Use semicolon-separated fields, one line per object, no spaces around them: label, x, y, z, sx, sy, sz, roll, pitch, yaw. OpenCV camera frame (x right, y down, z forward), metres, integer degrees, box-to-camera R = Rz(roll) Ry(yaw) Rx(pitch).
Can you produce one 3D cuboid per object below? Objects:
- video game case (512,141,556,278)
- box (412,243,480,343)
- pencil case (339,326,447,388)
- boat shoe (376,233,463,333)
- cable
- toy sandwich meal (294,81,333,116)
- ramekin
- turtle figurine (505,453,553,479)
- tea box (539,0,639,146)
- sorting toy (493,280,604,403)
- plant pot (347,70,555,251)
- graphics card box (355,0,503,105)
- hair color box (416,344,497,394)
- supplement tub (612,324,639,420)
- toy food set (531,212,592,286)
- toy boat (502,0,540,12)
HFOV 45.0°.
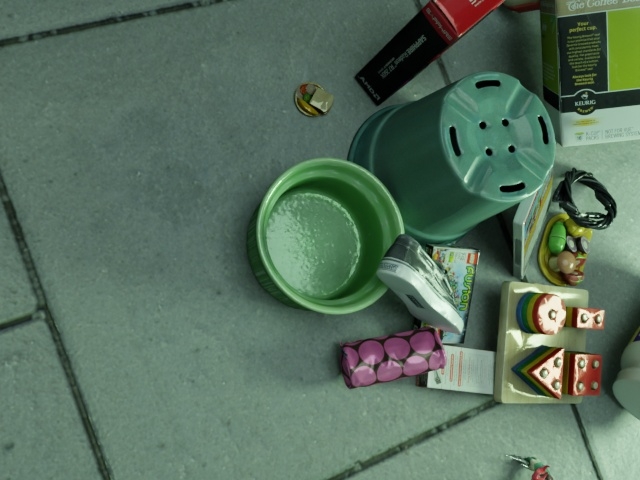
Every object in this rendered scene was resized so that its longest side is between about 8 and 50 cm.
video game case;0.460;-0.059;1.666;0.025;0.285;0.204;19;71;21
box;0.264;0.113;1.634;0.114;0.036;0.207;4;100;-20
pencil case;0.143;0.231;1.552;0.209;0.095;0.098;-9;57;-7
boat shoe;0.210;0.087;1.506;0.301;0.108;0.102;43;67;-43
cable;0.628;-0.101;1.807;0.150;0.047;0.184;32;45;12
toy sandwich meal;-0.013;-0.302;1.643;0.085;0.029;0.086;4;79;-20
ramekin;0.000;0.000;1.530;0.303;0.148;0.304;4;80;-20
turtle figurine;0.473;0.562;1.635;0.234;0.118;0.175;35;70;-18
tea box;0.671;-0.396;1.700;0.328;0.220;0.324;-4;108;8
sorting toy;0.507;0.227;1.673;0.255;0.089;0.257;7;85;-31
plant pot;0.273;-0.165;1.565;0.340;0.334;0.342;4;80;-21
graphics card box;0.237;-0.430;1.578;0.233;0.371;0.094;-42;96;-23
hair color box;0.292;0.274;1.645;0.167;0.053;0.093;10;79;-20
supplement tub;0.837;0.254;1.755;0.241;0.241;0.331;44;68;-8
toy food set;0.577;0.034;1.785;0.128;0.071;0.218;24;73;-15
toy boat;0.534;-0.641;1.870;0.151;0.150;0.231;33;68;-45
